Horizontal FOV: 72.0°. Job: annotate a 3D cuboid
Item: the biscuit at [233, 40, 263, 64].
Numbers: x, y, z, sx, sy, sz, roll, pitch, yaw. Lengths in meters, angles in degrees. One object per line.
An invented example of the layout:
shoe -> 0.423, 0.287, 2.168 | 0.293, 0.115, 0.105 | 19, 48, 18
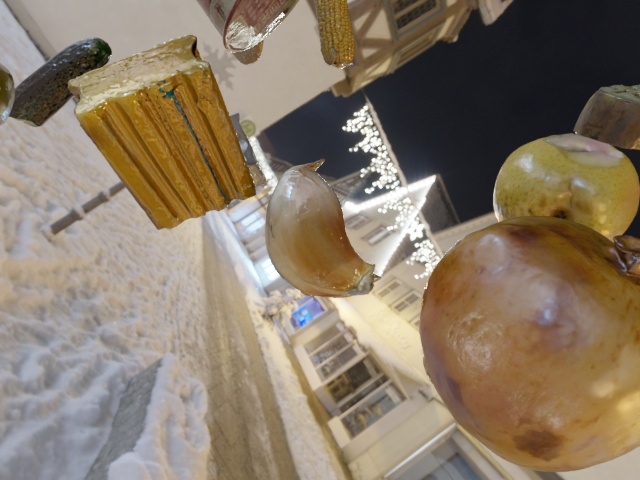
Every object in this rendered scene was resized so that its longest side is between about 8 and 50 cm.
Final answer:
biscuit -> -0.231, -0.619, 1.263 | 0.219, 0.033, 0.220 | 34, -40, 34

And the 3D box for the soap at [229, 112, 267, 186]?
soap -> -0.310, -0.187, 1.242 | 0.159, 0.302, 0.258 | 62, -2, 3

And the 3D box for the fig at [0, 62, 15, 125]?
fig -> -0.445, -0.188, 0.521 | 0.165, 0.154, 0.144 | 4, -35, 27

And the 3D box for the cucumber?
cucumber -> -0.498, -0.302, 0.836 | 0.075, 0.241, 0.074 | 52, 8, -10

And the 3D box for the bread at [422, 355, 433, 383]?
bread -> 0.326, 0.206, 0.846 | 0.152, 0.267, 0.130 | -135, -155, -61

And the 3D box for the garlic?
garlic -> 0.000, 0.000, 1.002 | 0.313, 0.249, 0.286 | 54, 33, 6

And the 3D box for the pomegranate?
pomegranate -> 0.196, 0.079, 0.385 | 0.215, 0.215, 0.215 | 55, -6, 9

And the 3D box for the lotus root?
lotus root -> 0.738, -0.287, 1.028 | 0.138, 0.234, 0.119 | -108, -164, -52

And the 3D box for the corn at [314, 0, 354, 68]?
corn -> 0.031, -0.633, 1.222 | 0.106, 0.106, 0.294 | -143, -140, -71

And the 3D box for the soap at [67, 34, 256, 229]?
soap -> -0.241, -0.158, 0.737 | 0.325, 0.204, 0.096 | 82, -18, -62

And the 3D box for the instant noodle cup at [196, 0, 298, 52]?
instant noodle cup -> -0.149, -0.499, 0.809 | 0.178, 0.234, 0.235 | 48, -6, -4

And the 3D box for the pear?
pear -> 0.307, -0.054, 0.563 | 0.178, 0.177, 0.178 | 55, -6, 9
